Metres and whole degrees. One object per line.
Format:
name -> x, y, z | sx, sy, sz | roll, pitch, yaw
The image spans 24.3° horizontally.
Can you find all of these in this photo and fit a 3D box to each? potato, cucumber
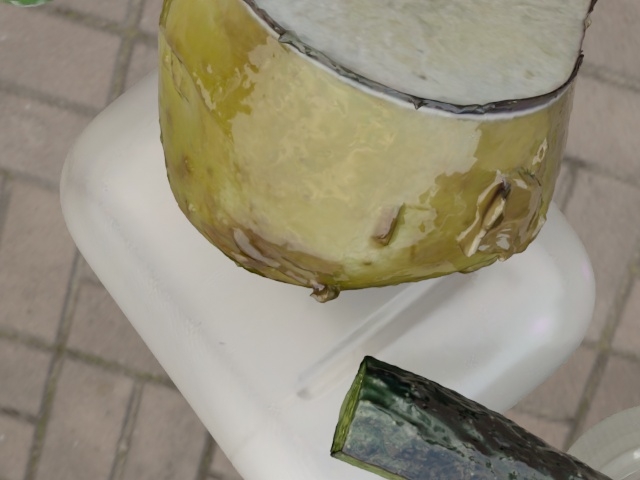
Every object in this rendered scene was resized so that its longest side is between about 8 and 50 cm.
potato -> 0.022, -0.097, 0.838 | 0.246, 0.300, 0.196 | 22, 130, -1
cucumber -> 0.112, 0.130, 0.827 | 0.211, 0.078, 0.062 | 21, 81, -2

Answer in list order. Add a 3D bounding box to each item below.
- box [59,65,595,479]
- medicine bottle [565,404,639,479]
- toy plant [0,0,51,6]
box -> 0.000, 0.000, 1.054 | 0.288, 0.141, 0.349 | -38, 78, 0
medicine bottle -> 0.294, 0.279, 1.112 | 0.211, 0.371, 0.211 | 0, 107, -1
toy plant -> -0.243, -0.278, 1.177 | 0.235, 0.175, 0.218 | 1, 150, 46
